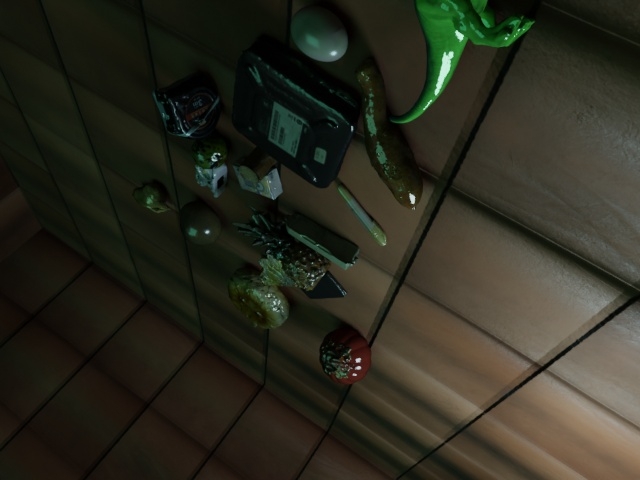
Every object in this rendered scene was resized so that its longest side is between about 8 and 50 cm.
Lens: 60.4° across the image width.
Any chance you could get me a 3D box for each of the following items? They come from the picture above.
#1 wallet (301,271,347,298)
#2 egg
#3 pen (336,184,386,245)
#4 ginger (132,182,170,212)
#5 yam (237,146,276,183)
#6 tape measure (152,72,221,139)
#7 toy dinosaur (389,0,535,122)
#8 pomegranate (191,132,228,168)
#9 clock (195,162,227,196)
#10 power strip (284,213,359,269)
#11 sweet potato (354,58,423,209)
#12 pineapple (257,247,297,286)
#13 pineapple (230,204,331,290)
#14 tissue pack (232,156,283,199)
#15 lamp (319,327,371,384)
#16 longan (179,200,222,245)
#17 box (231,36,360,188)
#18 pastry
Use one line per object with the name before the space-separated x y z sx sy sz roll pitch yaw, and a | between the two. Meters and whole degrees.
wallet | -0.009 0.176 2.121 0.124 0.025 0.244 51 149 -18
egg | -0.002 -0.447 1.191 0.135 0.103 0.103 36 150 0
pen | 0.127 -0.075 1.628 0.040 0.032 0.233 -27 112 33
ginger | -0.735 -0.207 2.359 0.193 0.115 0.122 32 129 27
yam | -0.180 -0.237 1.654 0.084 0.127 0.084 30 154 17
tape measure | -0.384 -0.389 1.620 0.107 0.182 0.180 24 136 30
toy dinosaur | 0.168 -0.442 0.981 0.374 0.144 0.500 50 144 -8
pomegranate | -0.366 -0.299 1.803 0.122 0.122 0.161 60 172 -32
clock | -0.394 -0.241 1.931 0.117 0.080 0.176 34 152 10
power strip | 0.000 -0.002 1.817 0.286 0.080 0.048 31 151 15
sweet potato | 0.155 -0.239 1.310 0.109 0.109 0.385 3 128 46
pineapple | -0.147 0.099 2.088 0.186 0.114 0.236 38 147 2
pineapple | -0.129 0.010 1.900 0.364 0.165 0.165 43 150 -1
tissue pack | -0.204 -0.202 1.791 0.148 0.060 0.108 21 144 28
lamp | 0.095 0.464 2.207 0.227 0.227 0.226 28 148 19
longan | -0.482 -0.067 2.194 0.167 0.167 0.187 -12 102 54
box | -0.077 -0.321 1.460 0.350 0.091 0.359 36 152 6
pastry | -0.264 0.253 2.396 0.330 0.136 0.329 28 147 20
